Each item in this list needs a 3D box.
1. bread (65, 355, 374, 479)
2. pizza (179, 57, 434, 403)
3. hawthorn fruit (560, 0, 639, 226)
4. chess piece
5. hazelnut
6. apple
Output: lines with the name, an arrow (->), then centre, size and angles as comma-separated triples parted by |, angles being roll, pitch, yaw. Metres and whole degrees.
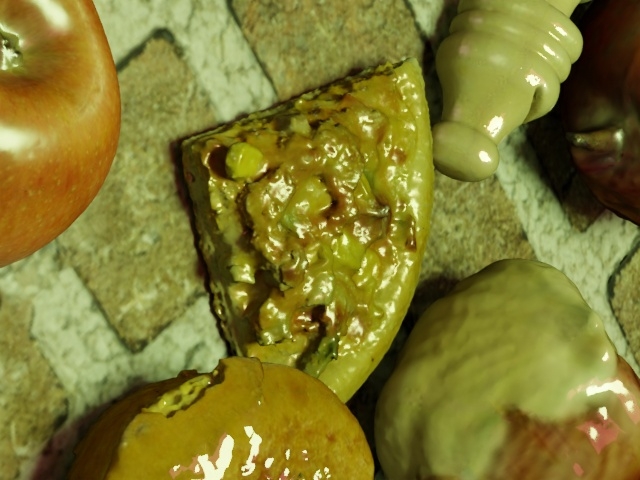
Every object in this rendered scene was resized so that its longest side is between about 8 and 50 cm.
bread -> -0.080, 0.221, 1.160 | 0.268, 0.146, 0.268 | 4, 83, -38
pizza -> 0.024, 0.000, 1.304 | 0.268, 0.087, 0.257 | -28, 110, -41
hawthorn fruit -> 0.384, -0.150, 1.494 | 0.308, 0.308, 0.324 | 39, 73, -34
chess piece -> 0.175, -0.192, 1.420 | 0.139, 0.124, 0.307 | 31, 72, -8
hazelnut -> 0.181, 0.140, 1.333 | 0.261, 0.241, 0.261 | 5, 55, -7
apple -> -0.250, -0.103, 0.975 | 0.251, 0.206, 0.272 | -50, 119, -35
